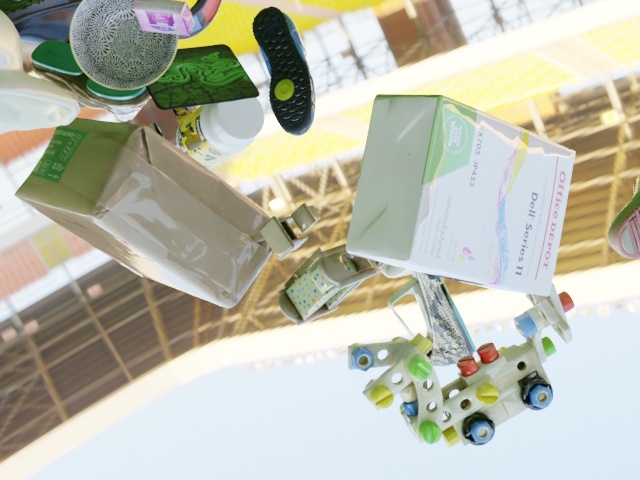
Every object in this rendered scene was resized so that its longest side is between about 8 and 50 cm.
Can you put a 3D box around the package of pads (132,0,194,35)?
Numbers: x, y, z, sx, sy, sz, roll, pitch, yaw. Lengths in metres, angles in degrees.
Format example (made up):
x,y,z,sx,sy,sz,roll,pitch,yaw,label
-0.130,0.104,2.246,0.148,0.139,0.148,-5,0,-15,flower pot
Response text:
x,y,z,sx,sy,sz,roll,pitch,yaw,label
-0.231,-0.331,1.485,0.083,0.050,0.032,10,-119,16,package of pads

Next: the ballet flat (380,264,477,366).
x,y,z,sx,sy,sz,roll,pitch,yaw,label
0.250,0.114,2.508,0.182,0.483,0.164,-17,-159,3,ballet flat

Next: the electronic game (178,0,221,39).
x,y,z,sx,sy,sz,roll,pitch,yaw,label
-0.254,-0.465,1.749,0.048,0.229,0.229,7,-144,42,electronic game

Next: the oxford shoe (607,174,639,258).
x,y,z,sx,sy,sz,roll,pitch,yaw,label
0.740,-0.080,2.206,0.397,0.141,0.146,-30,-157,-30,oxford shoe

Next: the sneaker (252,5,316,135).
x,y,z,sx,sy,sz,roll,pitch,yaw,label
-0.039,-0.237,1.447,0.069,0.209,0.082,-24,156,17,sneaker

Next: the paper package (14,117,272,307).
x,y,z,sx,sy,sz,roll,pitch,yaw,label
-0.285,-0.052,1.631,0.324,0.309,0.168,14,-109,53,paper package

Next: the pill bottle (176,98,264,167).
x,y,z,sx,sy,sz,roll,pitch,yaw,label
-0.194,-0.219,1.958,0.119,0.119,0.208,-36,-172,-27,pill bottle

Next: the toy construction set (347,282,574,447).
x,y,z,sx,sy,sz,roll,pitch,yaw,label
0.221,0.177,1.446,0.327,0.215,0.151,-26,-167,8,toy construction set

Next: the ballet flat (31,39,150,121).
x,y,z,sx,sy,sz,roll,pitch,yaw,label
-0.415,-0.291,1.916,0.342,0.124,0.116,19,-119,33,ballet flat

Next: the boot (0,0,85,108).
x,y,z,sx,sy,sz,roll,pitch,yaw,label
-0.574,-0.403,2.178,0.348,0.260,0.131,-25,-151,-33,boot

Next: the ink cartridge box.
x,y,z,sx,sy,sz,roll,pitch,yaw,label
0.212,-0.046,1.308,0.353,0.207,0.119,13,176,-42,ink cartridge box

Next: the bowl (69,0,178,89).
x,y,z,sx,sy,sz,roll,pitch,yaw,label
-0.306,-0.320,1.606,0.170,0.170,0.080,-26,-178,1,bowl

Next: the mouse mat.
x,y,z,sx,sy,sz,roll,pitch,yaw,label
-0.213,-0.281,1.712,0.189,0.007,0.153,-12,-129,-29,mouse mat

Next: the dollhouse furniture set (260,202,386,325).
x,y,z,sx,sy,sz,roll,pitch,yaw,label
0.000,0.000,1.415,0.101,0.161,0.182,-18,160,-49,dollhouse furniture set

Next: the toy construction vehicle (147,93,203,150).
x,y,z,sx,sy,sz,roll,pitch,yaw,label
-0.243,-0.181,1.679,0.085,0.098,0.035,-32,167,-2,toy construction vehicle

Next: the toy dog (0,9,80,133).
x,y,z,sx,sy,sz,roll,pitch,yaw,label
-0.501,-0.313,1.113,0.284,0.408,0.395,-18,168,25,toy dog
